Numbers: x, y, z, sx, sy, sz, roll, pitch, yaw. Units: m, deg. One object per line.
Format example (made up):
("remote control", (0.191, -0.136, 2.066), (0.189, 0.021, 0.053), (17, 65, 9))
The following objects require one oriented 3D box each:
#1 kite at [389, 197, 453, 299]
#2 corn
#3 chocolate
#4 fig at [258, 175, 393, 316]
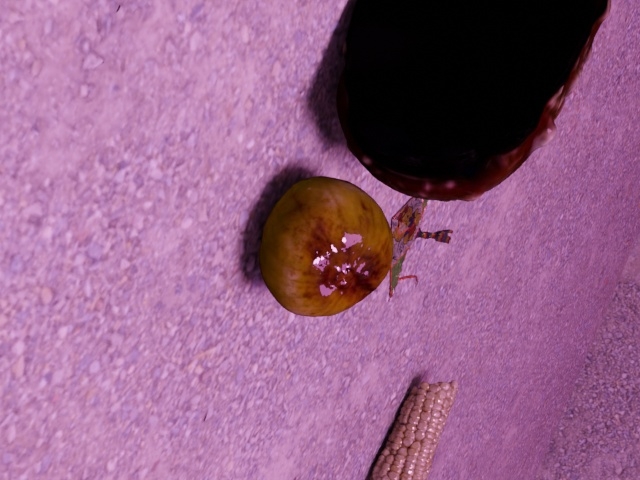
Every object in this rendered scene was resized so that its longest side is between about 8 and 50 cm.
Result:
("kite", (0.138, -0.006, 1.398), (0.244, 0.006, 0.198), (16, 95, -65))
("corn", (0.140, 0.302, 1.571), (0.211, 0.087, 0.087), (-70, 156, -12))
("chocolate", (0.160, -0.186, 1.063), (0.340, 0.225, 0.210), (-63, 163, -12))
("fig", (0.007, 0.005, 1.011), (0.153, 0.121, 0.136), (-21, 133, -58))
